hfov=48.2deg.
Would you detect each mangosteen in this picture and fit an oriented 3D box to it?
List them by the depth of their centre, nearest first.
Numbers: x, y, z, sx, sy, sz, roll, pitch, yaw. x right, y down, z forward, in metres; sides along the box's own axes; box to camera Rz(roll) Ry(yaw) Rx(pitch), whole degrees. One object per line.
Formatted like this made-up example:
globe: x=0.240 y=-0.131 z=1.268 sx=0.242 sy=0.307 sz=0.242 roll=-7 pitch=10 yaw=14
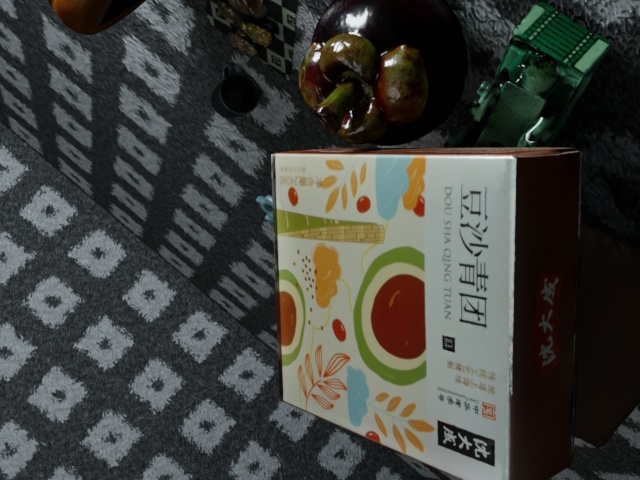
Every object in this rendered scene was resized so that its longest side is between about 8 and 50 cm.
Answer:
mangosteen: x=0.068 y=-0.207 z=0.885 sx=0.211 sy=0.250 sz=0.211 roll=21 pitch=132 yaw=25

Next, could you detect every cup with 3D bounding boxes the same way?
cup: x=-0.168 y=-0.284 z=1.362 sx=0.077 sy=0.078 sz=0.100 roll=-1 pitch=102 yaw=64

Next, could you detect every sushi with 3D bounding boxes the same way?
sushi: x=-0.127 y=-0.362 z=1.174 sx=0.193 sy=0.040 sz=0.210 roll=37 pitch=158 yaw=7

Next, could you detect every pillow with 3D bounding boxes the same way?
pillow: x=0.340 y=0.127 z=0.947 sx=0.308 sy=0.305 sz=0.108 roll=20 pitch=-164 yaw=-23

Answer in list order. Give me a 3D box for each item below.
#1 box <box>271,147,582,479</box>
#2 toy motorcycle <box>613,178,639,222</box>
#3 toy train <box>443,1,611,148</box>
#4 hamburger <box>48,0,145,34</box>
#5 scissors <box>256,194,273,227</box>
box: x=0.103 y=0.064 z=0.857 sx=0.385 sy=0.122 sz=0.344 roll=9 pitch=103 yaw=50
toy motorcycle: x=0.452 y=-0.034 z=0.845 sx=0.122 sy=0.080 sz=0.215 roll=47 pitch=158 yaw=-13
toy train: x=0.232 y=-0.151 z=0.863 sx=0.115 sy=0.154 sz=0.269 roll=32 pitch=157 yaw=12
hamburger: x=-0.321 y=-0.455 z=1.011 sx=0.225 sy=0.291 sz=0.291 roll=46 pitch=157 yaw=-7
scissors: x=0.001 y=-0.001 z=1.691 sx=0.360 sy=0.029 sz=0.191 roll=27 pitch=159 yaw=22
